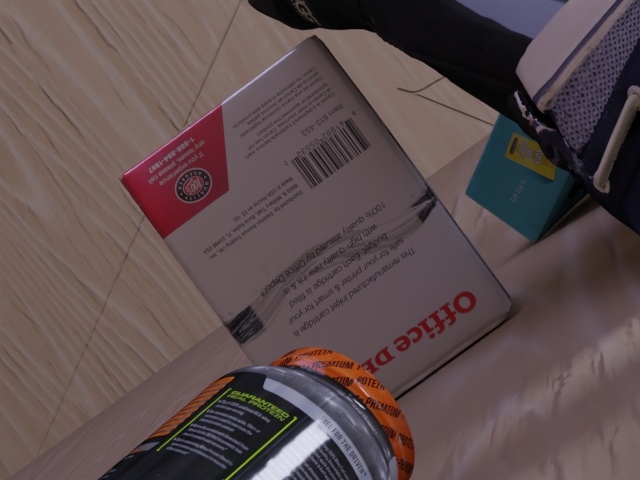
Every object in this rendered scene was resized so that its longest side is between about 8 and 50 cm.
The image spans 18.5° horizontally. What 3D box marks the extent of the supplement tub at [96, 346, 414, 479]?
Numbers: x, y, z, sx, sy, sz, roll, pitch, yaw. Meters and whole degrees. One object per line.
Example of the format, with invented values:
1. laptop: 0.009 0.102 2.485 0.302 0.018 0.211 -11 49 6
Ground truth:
1. supplement tub: -0.044 0.137 0.932 0.190 0.117 0.117 -38 4 -40

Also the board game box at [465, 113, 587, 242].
1. board game box: 0.259 -0.191 1.582 0.254 0.079 0.336 -39 -22 -43

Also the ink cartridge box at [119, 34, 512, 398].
1. ink cartridge box: 0.000 0.000 1.394 0.172 0.237 0.100 -36 0 5

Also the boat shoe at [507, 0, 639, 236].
1. boat shoe: 0.241 -0.125 0.906 0.127 0.158 0.340 9 -51 -42

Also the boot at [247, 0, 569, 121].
1. boot: 0.201 -0.217 1.231 0.367 0.146 0.445 -47 39 -14
